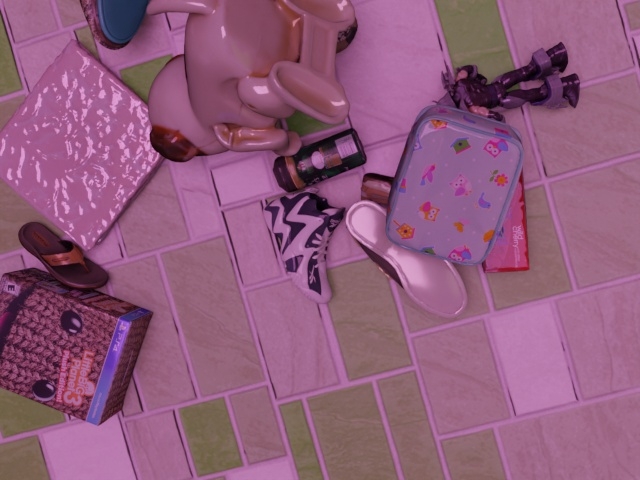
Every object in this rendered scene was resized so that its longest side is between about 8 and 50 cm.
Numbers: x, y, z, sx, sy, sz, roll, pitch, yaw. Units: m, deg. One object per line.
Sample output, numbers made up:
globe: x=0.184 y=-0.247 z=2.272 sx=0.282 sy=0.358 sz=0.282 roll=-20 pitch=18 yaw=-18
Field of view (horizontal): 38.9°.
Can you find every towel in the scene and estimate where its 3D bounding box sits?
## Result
towel: x=-0.502 y=-0.198 z=1.909 sx=0.317 sy=0.053 sz=0.332 roll=41 pitch=98 yaw=2

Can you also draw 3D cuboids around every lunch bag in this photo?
lunch bag: x=0.250 y=-0.096 z=1.677 sx=0.224 sy=0.108 sz=0.279 roll=14 pitch=117 yaw=-2

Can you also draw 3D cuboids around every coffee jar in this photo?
coffee jar: x=-0.003 y=-0.159 z=1.823 sx=0.184 sy=0.096 sz=0.079 roll=-20 pitch=94 yaw=9

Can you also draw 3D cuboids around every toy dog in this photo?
toy dog: x=-0.178 y=-0.288 z=1.707 sx=0.395 sy=0.408 sz=0.285 roll=8 pitch=68 yaw=-32

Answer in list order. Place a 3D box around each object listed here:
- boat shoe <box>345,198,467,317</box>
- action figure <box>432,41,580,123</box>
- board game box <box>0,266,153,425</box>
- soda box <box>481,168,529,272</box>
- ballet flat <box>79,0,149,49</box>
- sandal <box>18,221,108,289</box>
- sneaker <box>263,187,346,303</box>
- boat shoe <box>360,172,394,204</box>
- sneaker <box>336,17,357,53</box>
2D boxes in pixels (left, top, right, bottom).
boat shoe: x=0.171 y=0.034 z=1.815 sx=0.305 sy=0.091 sz=0.109 roll=43 pitch=89 yaw=-3
action figure: x=0.349 y=-0.281 z=1.747 sx=0.285 sy=0.099 sz=0.185 roll=-15 pitch=65 yaw=-3
board game box: x=-0.536 y=0.216 z=1.894 sx=0.291 sy=0.141 sz=0.232 roll=19 pitch=96 yaw=6
soda box: x=0.357 y=-0.071 z=1.788 sx=0.092 sy=0.083 sz=0.263 roll=-4 pitch=94 yaw=8
ballet flat: x=-0.412 y=-0.616 z=1.827 sx=0.182 sy=0.164 sz=0.483 roll=9 pitch=85 yaw=33
sandal: x=-0.541 y=0.026 z=1.908 sx=0.219 sy=0.090 sz=0.060 roll=40 pitch=133 yaw=10
sneaker: x=0.000 y=0.000 z=1.826 sx=0.153 sy=0.094 sz=0.235 roll=-28 pitch=80 yaw=23
boat shoe: x=0.172 y=-0.081 z=1.827 sx=0.190 sy=0.068 sz=0.072 roll=17 pitch=111 yaw=18
sneaker: x=-0.124 y=-0.481 z=1.775 sx=0.410 sy=0.182 sz=0.158 roll=25 pitch=96 yaw=4
